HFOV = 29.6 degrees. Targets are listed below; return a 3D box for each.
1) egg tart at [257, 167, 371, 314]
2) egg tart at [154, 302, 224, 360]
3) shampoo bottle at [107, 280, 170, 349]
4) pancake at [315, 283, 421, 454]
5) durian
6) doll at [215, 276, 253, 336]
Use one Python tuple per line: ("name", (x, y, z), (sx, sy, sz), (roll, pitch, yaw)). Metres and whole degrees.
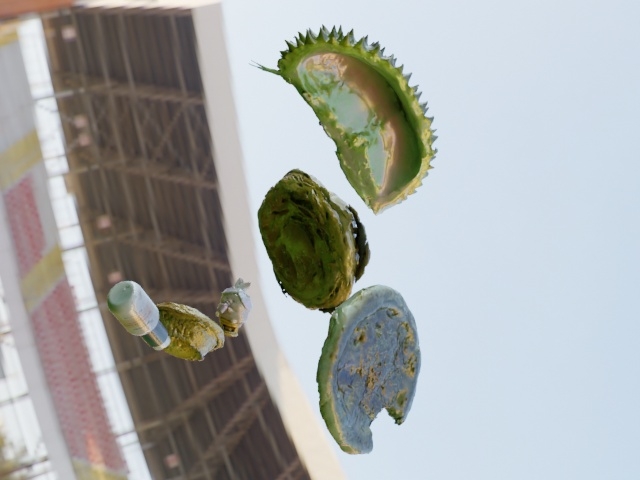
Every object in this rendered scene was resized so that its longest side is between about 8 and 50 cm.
("egg tart", (0.000, 0.000, 2.380), (0.297, 0.132, 0.297), (15, -70, 48))
("egg tart", (-0.297, 0.201, 2.599), (0.074, 0.191, 0.191), (-69, -172, -28))
("shampoo bottle", (-0.347, 0.155, 2.365), (0.074, 0.074, 0.192), (51, -8, 41))
("pancake", (0.073, 0.179, 1.713), (0.037, 0.254, 0.253), (8, -65, 35))
("durian", (0.068, -0.206, 1.935), (0.355, 0.169, 0.157), (51, -18, -27))
("doll", (-0.191, 0.141, 2.617), (0.073, 0.084, 0.127), (21, -81, 36))
